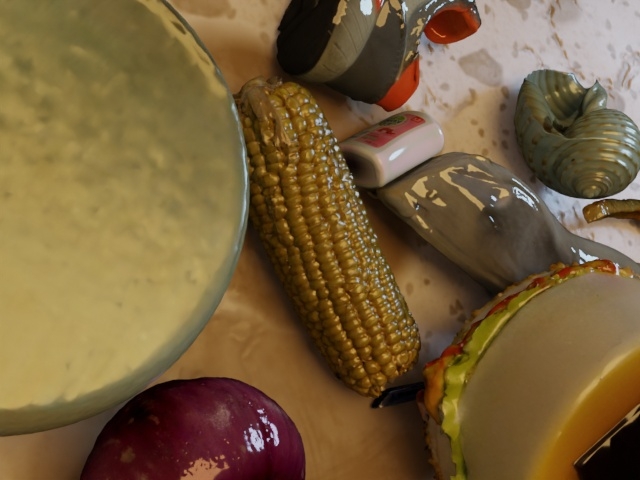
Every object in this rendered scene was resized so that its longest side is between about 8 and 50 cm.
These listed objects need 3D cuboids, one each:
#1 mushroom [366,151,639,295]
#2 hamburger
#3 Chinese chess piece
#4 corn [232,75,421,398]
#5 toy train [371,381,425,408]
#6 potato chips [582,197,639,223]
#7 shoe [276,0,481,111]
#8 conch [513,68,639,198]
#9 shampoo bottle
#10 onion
[{"bbox_3d":[0.204,0.011,0.924,0.351,0.097,0.109,28,80,-26],"label":"mushroom"},{"bbox_3d":[0.227,0.156,0.844,0.276,0.179,0.294,-38,119,-13],"label":"hamburger"},{"bbox_3d":[-0.222,-0.041,0.662,0.349,0.146,0.349,5,79,-28],"label":"Chinese chess piece"},{"bbox_3d":[0.000,0.000,0.804,0.106,0.106,0.293,-28,94,-30],"label":"corn"},{"bbox_3d":[0.083,0.140,0.872,0.083,0.017,0.017,-6,81,-30],"label":"toy train"},{"bbox_3d":[0.316,-0.028,0.990,0.204,0.026,0.037,4,54,-54],"label":"potato chips"},{"bbox_3d":[0.093,-0.264,0.896,0.171,0.132,0.336,30,69,-26],"label":"shoe"},{"bbox_3d":[0.253,-0.102,0.963,0.135,0.102,0.153,19,29,-19],"label":"conch"},{"bbox_3d":[0.066,-0.087,0.874,0.099,0.072,0.043,-30,120,-30],"label":"shampoo bottle"},{"bbox_3d":[-0.088,0.184,0.684,0.153,0.177,0.177,18,68,12],"label":"onion"}]
